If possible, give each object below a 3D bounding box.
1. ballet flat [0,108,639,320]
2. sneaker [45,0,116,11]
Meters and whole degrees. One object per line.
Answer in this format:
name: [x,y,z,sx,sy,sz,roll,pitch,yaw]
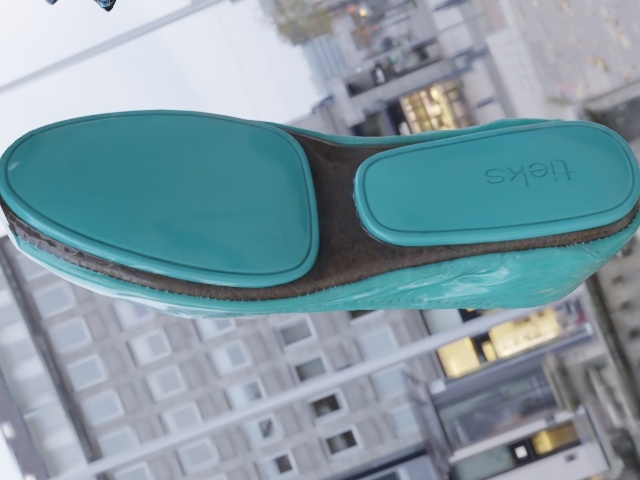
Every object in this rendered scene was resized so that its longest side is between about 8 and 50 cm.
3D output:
ballet flat: [0.000,0.000,0.453,0.087,0.247,0.083,99,167,-58]
sneaker: [-0.204,-0.265,1.156,0.063,0.162,0.073,-127,32,-78]
